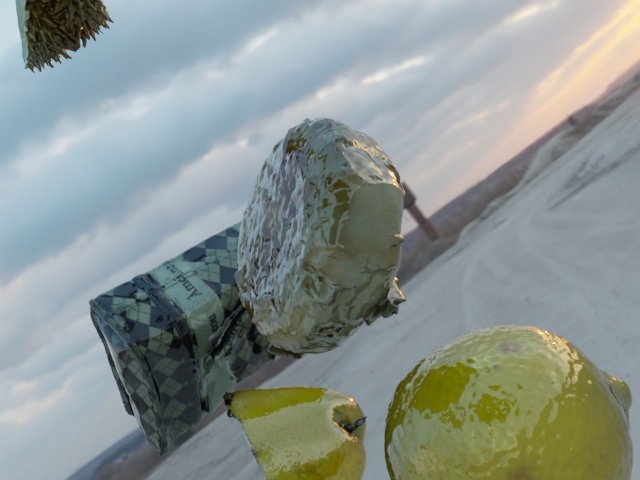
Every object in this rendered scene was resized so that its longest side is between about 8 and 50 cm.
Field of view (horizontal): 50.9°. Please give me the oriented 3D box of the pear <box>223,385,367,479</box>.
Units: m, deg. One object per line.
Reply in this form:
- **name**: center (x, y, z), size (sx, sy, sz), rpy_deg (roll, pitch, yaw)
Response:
- **pear**: center (-0.009, 0.310, 1.032), size (0.178, 0.267, 0.267), rpy_deg (-29, -5, -6)

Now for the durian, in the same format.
- **durian**: center (-0.405, -0.329, 0.990), size (0.144, 0.139, 0.252), rpy_deg (-43, 18, -10)

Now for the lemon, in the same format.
- **lemon**: center (0.188, 0.199, 0.679), size (0.253, 0.228, 0.228), rpy_deg (-40, -5, 7)

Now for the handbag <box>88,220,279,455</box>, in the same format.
- **handbag**: center (-0.143, 0.146, 1.141), size (0.416, 0.180, 0.317), rpy_deg (-30, -44, -29)

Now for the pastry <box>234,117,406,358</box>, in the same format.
- **pastry**: center (0.001, -0.006, 0.702), size (0.120, 0.257, 0.236), rpy_deg (12, -44, -26)
